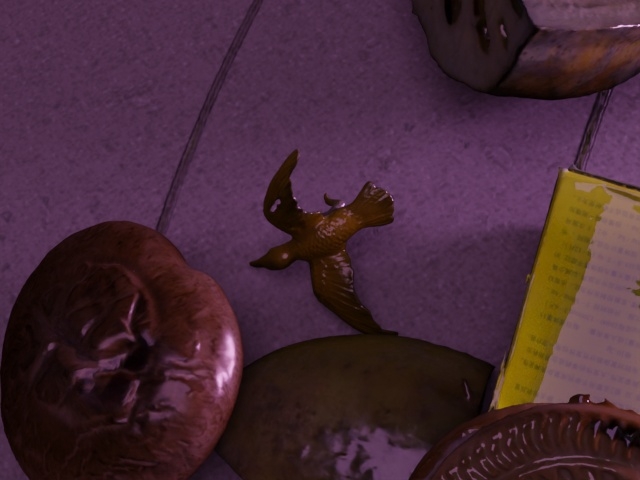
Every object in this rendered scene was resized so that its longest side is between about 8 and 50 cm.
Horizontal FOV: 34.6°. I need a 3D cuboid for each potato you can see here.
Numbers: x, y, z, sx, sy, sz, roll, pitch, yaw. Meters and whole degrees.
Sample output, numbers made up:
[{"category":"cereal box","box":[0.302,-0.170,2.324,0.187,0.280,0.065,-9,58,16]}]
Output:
[{"category":"potato","box":[0.001,0.194,0.930,0.255,0.112,0.269,15,73,14]}]

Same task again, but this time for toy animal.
[{"category":"toy animal","box":[0.000,0.000,1.012,0.095,0.155,0.219,-46,113,-33]}]

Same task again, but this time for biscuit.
[{"category":"biscuit","box":[0.181,0.237,0.788,0.259,0.079,0.259,1,101,6]}]

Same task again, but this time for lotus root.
[{"category":"lotus root","box":[0.231,-0.250,1.011,0.260,0.149,0.267,-5,55,-26]}]

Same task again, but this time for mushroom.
[{"category":"mushroom","box":[-0.191,0.113,0.961,0.278,0.146,0.278,-11,67,28]}]

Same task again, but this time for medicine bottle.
[{"category":"medicine bottle","box":[0.240,0.081,0.912,0.141,0.137,0.250,17,75,9]}]
